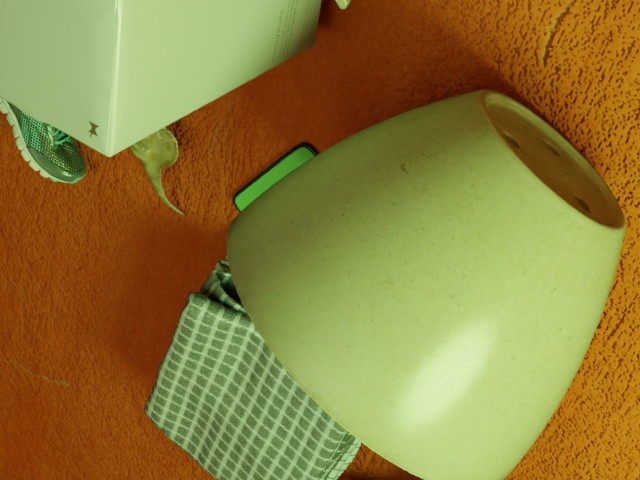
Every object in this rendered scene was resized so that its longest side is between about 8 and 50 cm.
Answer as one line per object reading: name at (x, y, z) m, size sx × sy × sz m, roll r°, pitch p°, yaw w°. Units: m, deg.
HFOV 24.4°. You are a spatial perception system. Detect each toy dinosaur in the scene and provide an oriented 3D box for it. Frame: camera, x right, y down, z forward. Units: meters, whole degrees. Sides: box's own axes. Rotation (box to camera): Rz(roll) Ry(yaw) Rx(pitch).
toy dinosaur at (-0.190, -0.103, 1.605) m, size 0.092 × 0.053 × 0.183 m, roll 25°, pitch 132°, yaw 23°

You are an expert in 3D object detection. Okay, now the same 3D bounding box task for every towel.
towel at (-0.065, 0.171, 1.637) m, size 0.235 × 0.121 × 0.284 m, roll 39°, pitch 138°, yaw 15°

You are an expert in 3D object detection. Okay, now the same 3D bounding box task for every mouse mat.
mouse mat at (0.000, 0.000, 1.554) m, size 0.190 × 0.007 × 0.152 m, roll 53°, pitch 138°, yaw -3°

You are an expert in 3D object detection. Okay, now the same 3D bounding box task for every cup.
cup at (0.119, 0.010, 1.274) m, size 0.331 × 0.331 × 0.237 m, roll 44°, pitch 112°, yaw 5°

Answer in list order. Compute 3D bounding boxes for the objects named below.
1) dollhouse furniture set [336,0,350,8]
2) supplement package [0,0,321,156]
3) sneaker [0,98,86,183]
dollhouse furniture set at (0.064, -0.292, 1.184) m, size 0.151 × 0.123 × 0.144 m, roll -7°, pitch 130°, yaw 38°
supplement package at (-0.144, -0.228, 1.274) m, size 0.177 × 0.293 × 0.175 m, roll 28°, pitch 130°, yaw 23°
sneaker at (-0.313, -0.141, 1.676) m, size 0.076 × 0.065 × 0.166 m, roll -25°, pitch 103°, yaw 43°
